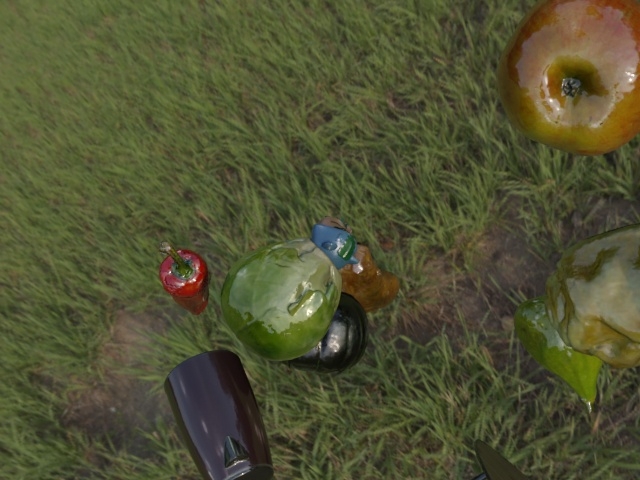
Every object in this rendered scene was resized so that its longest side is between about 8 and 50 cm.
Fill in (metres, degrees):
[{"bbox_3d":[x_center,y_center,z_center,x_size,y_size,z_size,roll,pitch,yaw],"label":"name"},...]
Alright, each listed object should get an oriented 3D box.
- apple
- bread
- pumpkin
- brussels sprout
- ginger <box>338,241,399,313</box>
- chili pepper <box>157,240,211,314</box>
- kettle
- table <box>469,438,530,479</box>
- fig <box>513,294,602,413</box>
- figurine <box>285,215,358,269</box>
[{"bbox_3d":[0.466,-0.295,1.094,0.302,0.301,0.301,-16,48,18],"label":"apple"},{"bbox_3d":[0.325,0.034,0.525,0.268,0.129,0.152,-17,6,45],"label":"bread"},{"bbox_3d":[-0.016,0.196,1.595,0.296,0.296,0.295,-16,48,18],"label":"pumpkin"},{"bbox_3d":[-0.073,0.115,1.215,0.244,0.244,0.244,-16,48,18],"label":"brussels sprout"},{"bbox_3d":[0.129,0.128,1.859,0.165,0.321,0.172,28,82,35],"label":"ginger"},{"bbox_3d":[-0.302,0.097,1.416,0.110,0.387,0.110,1,70,-4],"label":"chili pepper"},{"bbox_3d":[-0.169,0.337,1.071,0.144,0.202,0.232,-15,50,-19],"label":"kettle"},{"bbox_3d":[0.391,0.682,1.437,0.249,0.317,0.317,-51,44,11],"label":"table"},{"bbox_3d":[0.666,0.285,1.705,0.233,0.314,0.233,-19,22,8],"label":"fig"},{"bbox_3d":[0.004,0.000,1.346,0.178,0.114,0.144,-13,43,42],"label":"figurine"}]
